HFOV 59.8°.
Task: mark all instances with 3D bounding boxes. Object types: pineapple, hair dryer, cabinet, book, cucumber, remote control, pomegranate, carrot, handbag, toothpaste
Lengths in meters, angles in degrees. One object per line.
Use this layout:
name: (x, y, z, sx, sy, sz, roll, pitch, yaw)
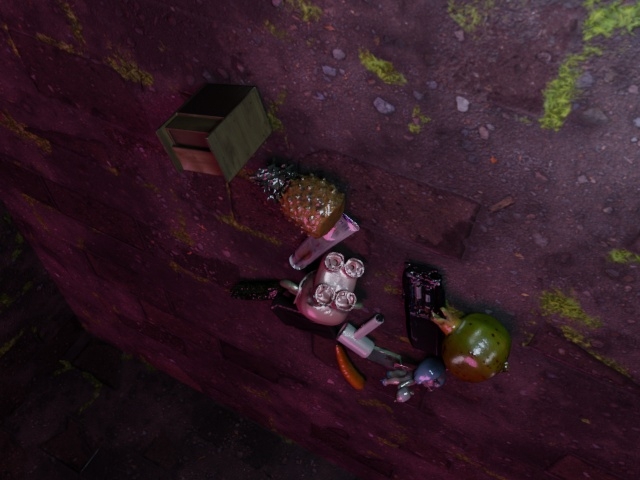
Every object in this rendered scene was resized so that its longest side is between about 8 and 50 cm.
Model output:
pineapple: (-0.072, -0.131, 1.507, 0.279, 0.158, 0.157, 35, 148, 16)
hair dryer: (0.163, 0.317, 1.942, 0.131, 0.073, 0.236, 36, 137, -3)
cabinet: (-0.262, -0.271, 1.402, 0.175, 0.215, 0.148, 12, 141, 29)
book: (0.233, 0.430, 2.054, 0.135, 0.017, 0.103, 17, 144, 23)
cucumber: (-0.229, 0.191, 2.083, 0.265, 0.077, 0.077, -3, 132, 42)
remote control: (0.316, 0.220, 1.681, 0.145, 0.062, 0.398, 14, 142, 26)
pomegranate: (0.419, 0.283, 1.555, 0.198, 0.198, 0.246, -12, 127, 47)
carrot: (0.105, 0.506, 2.224, 0.271, 0.062, 0.066, 58, 172, -26)
handbag: (-0.049, 0.272, 2.010, 0.223, 0.080, 0.247, 14, 160, 19)
toothpaste: (0.000, 0.000, 1.670, 0.100, 0.066, 0.323, 44, 141, -3)

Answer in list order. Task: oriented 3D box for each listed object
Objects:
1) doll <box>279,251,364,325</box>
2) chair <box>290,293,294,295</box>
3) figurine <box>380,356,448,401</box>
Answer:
doll: (0.020, 0.156, 1.767, 0.284, 0.216, 0.268, 20, 171, -14)
chair: (-0.061, 0.195, 1.985, 0.086, 0.037, 0.042, -9, 117, 40)
figurine: (0.307, 0.471, 1.914, 0.260, 0.205, 0.102, -17, 97, 45)
